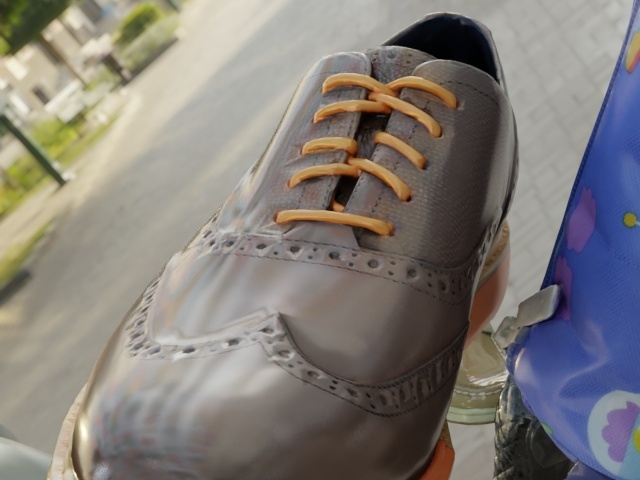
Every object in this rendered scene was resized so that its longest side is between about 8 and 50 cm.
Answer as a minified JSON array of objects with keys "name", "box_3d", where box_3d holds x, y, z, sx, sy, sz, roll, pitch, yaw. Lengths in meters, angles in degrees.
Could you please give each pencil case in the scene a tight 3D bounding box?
[{"name":"pencil case","box_3d":[0.161,-0.043,0.586,0.119,0.133,0.306,-88,11,-64]}]

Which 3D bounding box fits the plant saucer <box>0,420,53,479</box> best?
[{"name":"plant saucer","box_3d":[-0.285,0.163,0.885,0.400,0.400,0.100,-29,55,46]}]

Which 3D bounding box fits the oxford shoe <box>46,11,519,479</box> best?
[{"name":"oxford shoe","box_3d":[0.000,0.000,0.545,0.363,0.130,0.132,-55,-24,-67]}]

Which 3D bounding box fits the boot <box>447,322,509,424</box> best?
[{"name":"boot","box_3d":[0.079,0.017,1.044,0.077,0.165,0.213,-8,26,-19]}]

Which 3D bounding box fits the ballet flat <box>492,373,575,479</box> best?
[{"name":"ballet flat","box_3d":[0.132,0.153,0.971,0.057,0.173,0.049,-8,40,-17]}]
